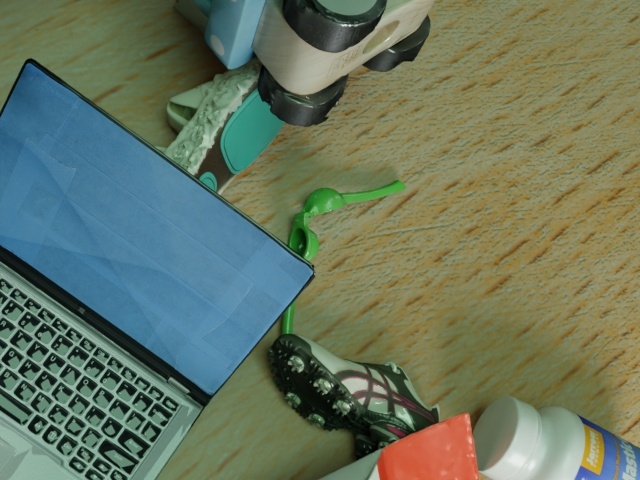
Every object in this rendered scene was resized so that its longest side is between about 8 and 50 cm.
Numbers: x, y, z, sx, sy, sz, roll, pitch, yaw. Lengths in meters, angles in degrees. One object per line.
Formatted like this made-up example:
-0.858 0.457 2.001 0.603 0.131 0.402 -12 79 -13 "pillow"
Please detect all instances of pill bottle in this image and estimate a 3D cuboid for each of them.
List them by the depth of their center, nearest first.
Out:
0.348 0.322 1.280 0.272 0.152 0.152 29 69 -15 "pill bottle"

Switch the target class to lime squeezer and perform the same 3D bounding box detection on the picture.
0.000 0.000 1.275 0.310 0.058 0.110 -54 131 -24 "lime squeezer"

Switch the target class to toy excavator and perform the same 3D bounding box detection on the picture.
-0.112 -0.354 1.084 0.433 0.222 0.445 -35 80 -24 "toy excavator"

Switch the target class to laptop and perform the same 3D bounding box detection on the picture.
-0.292 0.104 1.003 0.382 0.236 0.408 36 67 -4 "laptop"

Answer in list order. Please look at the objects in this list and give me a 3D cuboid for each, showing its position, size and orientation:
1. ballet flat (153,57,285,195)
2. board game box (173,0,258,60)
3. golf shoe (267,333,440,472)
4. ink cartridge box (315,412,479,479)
-0.171 -0.112 1.183 0.147 0.147 0.409 38 67 -10 "ballet flat"
-0.052 -0.394 1.283 0.144 0.142 0.275 40 67 -10 "board game box"
0.046 0.202 1.227 0.273 0.105 0.120 43 50 -14 "golf shoe"
0.072 0.423 1.121 0.385 0.091 0.308 -19 108 -24 "ink cartridge box"
